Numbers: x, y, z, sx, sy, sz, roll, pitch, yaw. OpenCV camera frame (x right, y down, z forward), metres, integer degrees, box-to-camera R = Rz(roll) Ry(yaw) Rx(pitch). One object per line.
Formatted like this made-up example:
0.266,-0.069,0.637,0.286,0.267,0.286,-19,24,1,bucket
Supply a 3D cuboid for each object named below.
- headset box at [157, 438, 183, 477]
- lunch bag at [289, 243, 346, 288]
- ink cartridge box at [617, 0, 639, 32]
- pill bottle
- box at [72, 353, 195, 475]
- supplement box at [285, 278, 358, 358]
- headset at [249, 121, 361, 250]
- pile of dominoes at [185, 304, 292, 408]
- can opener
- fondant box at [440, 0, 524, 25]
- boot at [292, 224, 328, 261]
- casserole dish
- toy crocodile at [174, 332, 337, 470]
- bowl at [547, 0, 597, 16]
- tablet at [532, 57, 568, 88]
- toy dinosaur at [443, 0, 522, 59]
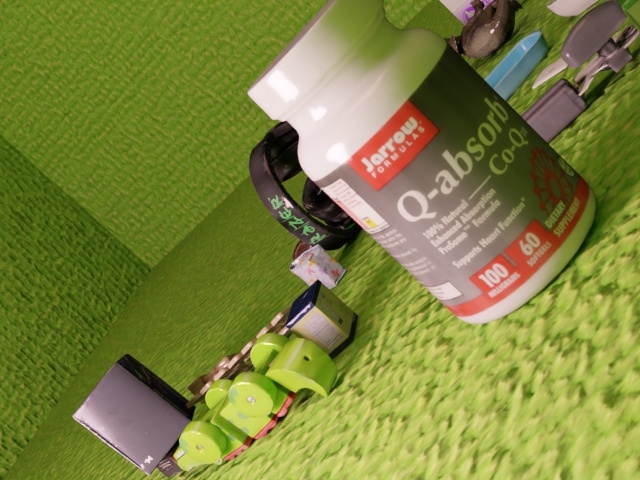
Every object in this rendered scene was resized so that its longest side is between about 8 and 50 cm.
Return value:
-0.229,0.347,1.833,0.062,0.032,0.083,-35,14,50,headset box
-0.007,0.051,1.936,0.083,0.071,0.053,-33,18,54,lunch bag
0.465,-0.339,1.367,0.211,0.121,0.289,-43,11,20,ink cartridge box
0.108,-0.097,1.228,0.210,0.363,0.210,-45,11,11,pill bottle
-0.291,0.272,1.785,0.108,0.153,0.207,-52,4,-5,box
0.003,0.116,1.622,0.056,0.083,0.083,-43,11,21,supplement box
-0.029,-0.117,2.140,0.185,0.243,0.394,-40,16,30,headset
-0.116,0.169,1.838,0.251,0.040,0.196,-45,-10,9,pile of dominoes
0.317,-0.207,1.538,0.283,0.095,0.076,-44,10,16,can opener
0.389,-0.635,2.442,0.330,0.238,0.096,-40,14,33,fondant box
0.000,0.000,2.209,0.106,0.037,0.114,-54,17,-21,boot
0.329,-0.289,1.956,0.188,0.037,0.114,-48,10,-7,casserole dish
-0.102,0.237,1.590,0.340,0.105,0.115,-45,10,37,toy crocodile
0.471,-0.453,1.954,0.142,0.053,0.142,-36,16,46,bowl
0.377,-0.278,1.807,0.083,0.006,0.054,-33,17,53,tablet
0.345,-0.428,2.285,0.313,0.121,0.160,-16,44,62,toy dinosaur
